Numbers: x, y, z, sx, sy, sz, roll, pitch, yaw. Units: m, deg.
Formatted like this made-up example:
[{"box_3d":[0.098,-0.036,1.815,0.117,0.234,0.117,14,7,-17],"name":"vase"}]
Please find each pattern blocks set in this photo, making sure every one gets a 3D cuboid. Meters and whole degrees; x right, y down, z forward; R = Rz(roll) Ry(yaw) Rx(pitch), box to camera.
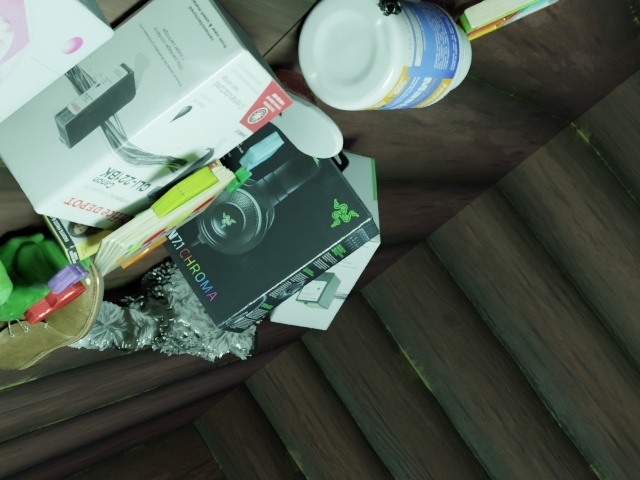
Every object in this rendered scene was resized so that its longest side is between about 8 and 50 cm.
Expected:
[{"box_3d":[-0.196,-0.023,1.010,0.325,0.026,0.285,-36,-179,-39],"name":"pattern blocks set"}]

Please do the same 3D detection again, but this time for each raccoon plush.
[{"box_3d":[-0.315,0.135,1.620,0.446,0.216,0.299,8,161,-28],"name":"raccoon plush"}]

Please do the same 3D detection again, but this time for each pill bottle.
[{"box_3d":[0.104,-0.255,1.139,0.152,0.152,0.272,-43,164,31],"name":"pill bottle"}]

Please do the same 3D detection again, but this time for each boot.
[{"box_3d":[-0.436,0.119,1.261,0.305,0.112,0.115,-40,159,33],"name":"boot"}]

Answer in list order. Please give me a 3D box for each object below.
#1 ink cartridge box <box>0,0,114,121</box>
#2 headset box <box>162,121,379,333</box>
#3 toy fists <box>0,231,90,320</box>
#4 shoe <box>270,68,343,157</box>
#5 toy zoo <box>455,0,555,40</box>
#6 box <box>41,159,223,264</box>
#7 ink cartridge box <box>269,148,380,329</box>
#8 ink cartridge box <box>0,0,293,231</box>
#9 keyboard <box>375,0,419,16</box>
[{"box_3d":[-0.357,-0.134,0.612,0.324,0.071,0.330,-36,169,6],"name":"ink cartridge box"},{"box_3d":[-0.083,-0.047,1.211,0.283,0.246,0.131,-35,168,2],"name":"headset box"},{"box_3d":[-0.419,0.053,1.064,0.142,0.096,0.279,-22,175,32],"name":"toy fists"},{"box_3d":[-0.023,-0.173,1.093,0.081,0.178,0.063,-28,143,-43],"name":"shoe"},{"box_3d":[0.299,-0.364,1.306,0.192,0.030,0.293,-24,-175,4],"name":"toy zoo"},{"box_3d":[-0.248,-0.064,1.101,0.232,0.087,0.058,-29,166,-20],"name":"box"},{"box_3d":[0.000,0.000,1.546,0.121,0.211,0.289,11,140,-15],"name":"ink cartridge box"},{"box_3d":[-0.188,-0.137,0.917,0.273,0.114,0.197,-35,168,7],"name":"ink cartridge box"},{"box_3d":[0.076,-0.312,0.969,0.023,0.108,0.180,-13,-179,34],"name":"keyboard"}]
